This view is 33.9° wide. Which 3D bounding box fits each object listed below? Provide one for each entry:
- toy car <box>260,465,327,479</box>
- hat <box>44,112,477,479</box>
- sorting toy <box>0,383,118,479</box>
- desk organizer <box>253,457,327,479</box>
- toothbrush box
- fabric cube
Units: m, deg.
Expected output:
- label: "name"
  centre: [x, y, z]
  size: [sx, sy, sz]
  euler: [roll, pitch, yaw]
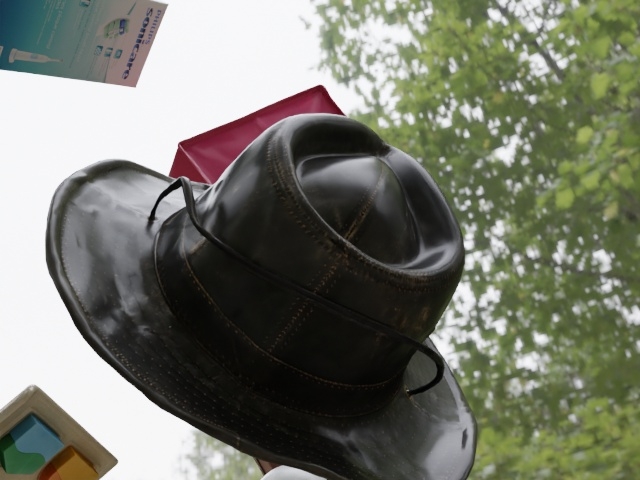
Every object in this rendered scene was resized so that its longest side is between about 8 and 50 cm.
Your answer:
- label: "toy car"
  centre: [-0.001, 0.301, 0.931]
  size: [0.182, 0.159, 0.136]
  euler: [16, -37, -1]
- label: "hat"
  centre: [0.000, 0.000, 0.635]
  size: [0.331, 0.331, 0.134]
  euler: [22, -68, -27]
- label: "sorting toy"
  centre: [-0.328, 0.264, 1.114]
  size: [0.193, 0.038, 0.208]
  euler: [-41, -37, -10]
- label: "desk organizer"
  centre: [-0.015, 0.240, 1.051]
  size: [0.050, 0.047, 0.130]
  euler: [-35, -35, -1]
- label: "toothbrush box"
  centre: [-0.364, -0.292, 1.264]
  size: [0.295, 0.216, 0.126]
  euler: [-3, -59, -63]
- label: "fabric cube"
  centre: [-0.054, -0.011, 1.435]
  size: [0.259, 0.254, 0.258]
  euler: [-27, -21, -34]
